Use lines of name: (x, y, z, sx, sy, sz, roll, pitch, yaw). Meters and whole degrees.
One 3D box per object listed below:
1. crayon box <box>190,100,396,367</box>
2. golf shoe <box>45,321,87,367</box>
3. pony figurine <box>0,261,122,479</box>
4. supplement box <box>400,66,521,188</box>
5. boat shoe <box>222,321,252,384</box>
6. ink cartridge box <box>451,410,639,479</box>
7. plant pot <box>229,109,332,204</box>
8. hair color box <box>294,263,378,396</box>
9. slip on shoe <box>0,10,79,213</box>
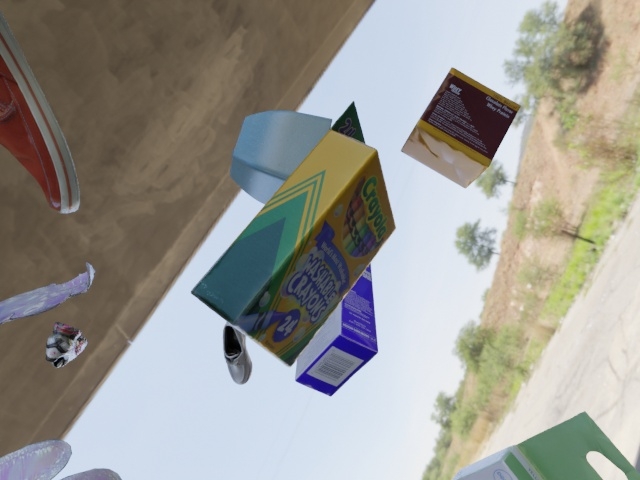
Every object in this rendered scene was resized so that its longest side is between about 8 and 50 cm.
crayon box: (0.000, 0.000, 0.651, 0.322, 0.083, 0.203, -52, -29, -14)
golf shoe: (-0.567, 0.236, 1.043, 0.186, 0.068, 0.085, 129, 161, -63)
pony figurine: (-0.352, 0.120, 0.312, 0.351, 0.302, 0.363, -27, -51, -4)
supplement box: (0.336, -0.270, 1.151, 0.194, 0.192, 0.129, -58, -3, -18)
boat shoe: (-0.301, 0.401, 1.688, 0.088, 0.096, 0.267, -45, -41, -70)
ink cartridge box: (0.308, 0.354, 0.629, 0.056, 0.171, 0.235, -19, -26, -45)
plant pot: (-0.134, -0.249, 1.445, 0.248, 0.253, 0.246, 127, 159, -67)
hair color box: (0.038, 0.178, 1.152, 0.185, 0.110, 0.338, -51, 20, 30)
slip on shoe: (-0.392, -0.175, 0.573, 0.101, 0.123, 0.331, -29, -55, -22)
